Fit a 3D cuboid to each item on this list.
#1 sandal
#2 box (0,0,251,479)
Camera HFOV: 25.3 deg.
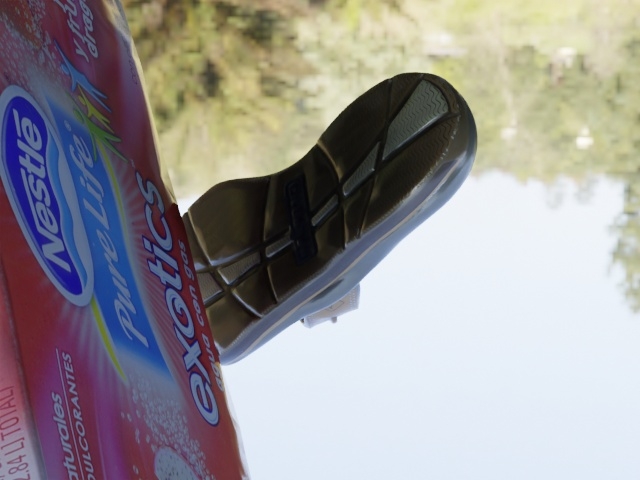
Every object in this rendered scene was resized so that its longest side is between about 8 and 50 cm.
[{"bbox_3d":[0.000,0.000,0.532,0.049,0.072,0.180,18,144,-37],"label":"sandal"},{"bbox_3d":[-0.129,0.033,0.448,0.154,0.300,0.142,-24,151,13],"label":"box"}]
